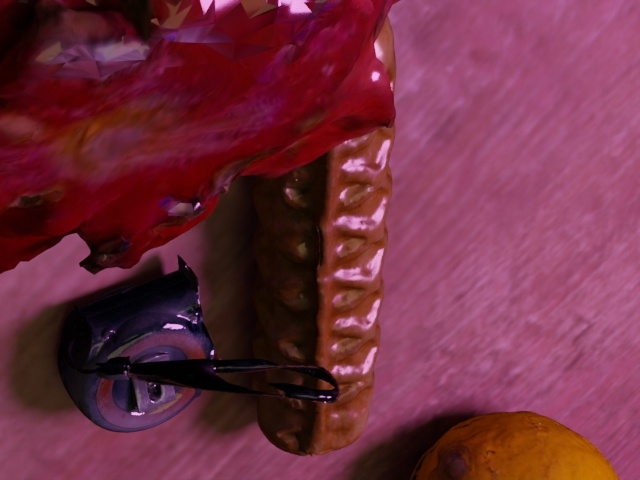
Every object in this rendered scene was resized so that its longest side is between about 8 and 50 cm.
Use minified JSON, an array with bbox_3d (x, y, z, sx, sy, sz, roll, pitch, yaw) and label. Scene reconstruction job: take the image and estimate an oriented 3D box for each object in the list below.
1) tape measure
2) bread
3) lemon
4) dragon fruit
[{"bbox_3d":[-0.080,0.097,0.896,0.104,0.180,0.107,-35,139,-32],"label":"tape measure"},{"bbox_3d":[-0.001,0.001,0.936,0.077,0.084,0.367,-58,156,-49],"label":"bread"},{"bbox_3d":[0.158,0.227,1.174,0.181,0.180,0.193,-33,159,-10],"label":"lemon"},{"bbox_3d":[-0.095,-0.139,0.645,0.386,0.249,0.371,-7,132,-29],"label":"dragon fruit"}]
